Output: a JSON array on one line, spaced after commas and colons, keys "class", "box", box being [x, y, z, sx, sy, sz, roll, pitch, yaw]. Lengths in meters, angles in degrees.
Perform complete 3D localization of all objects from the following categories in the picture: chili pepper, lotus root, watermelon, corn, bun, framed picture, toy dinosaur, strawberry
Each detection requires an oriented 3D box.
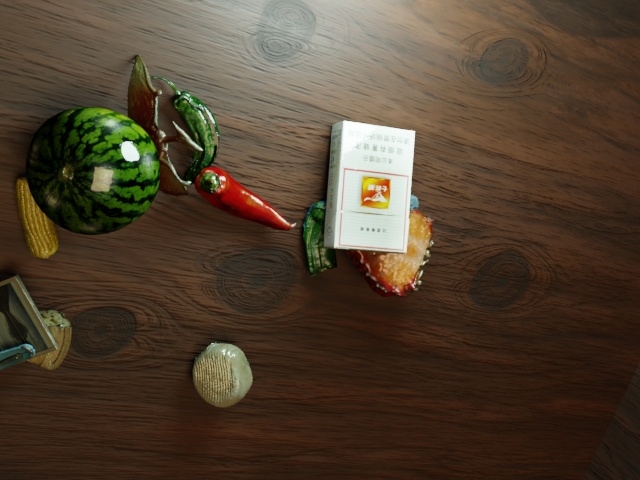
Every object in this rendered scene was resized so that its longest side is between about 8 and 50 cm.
[{"class": "chili pepper", "box": [0.000, -0.001, 2.092, 0.098, 0.061, 0.224, -4, 118, -12]}, {"class": "chili pepper", "box": [-0.205, -0.111, 1.892, 0.368, 0.137, 0.091, 24, 81, -57]}, {"class": "lotus root", "box": [-0.671, 0.232, 1.846, 0.160, 0.095, 0.135, 19, 109, 7]}, {"class": "watermelon", "box": [-0.495, -0.153, 1.654, 0.285, 0.285, 0.285, -10, 116, -22]}, {"class": "corn", "box": [-0.655, -0.053, 1.749, 0.072, 0.072, 0.203, -14, 116, -20]}, {"class": "bun", "box": [-0.263, 0.365, 2.093, 0.173, 0.167, 0.113, -63, 165, 18]}, {"class": "framed picture", "box": [-0.725, 0.191, 1.784, 0.150, 0.015, 0.203, -19, 106, 16]}, {"class": "chili pepper", "box": [-0.307, -0.271, 1.822, 0.122, 0.065, 0.278, -12, 112, 1]}, {"class": "toy dinosaur", "box": [-0.381, -0.254, 1.771, 0.207, 0.113, 0.327, -29, 106, 31]}, {"class": "strawberry", "box": [0.168, 0.033, 2.143, 0.280, 0.150, 0.253, 1, 93, -20]}]

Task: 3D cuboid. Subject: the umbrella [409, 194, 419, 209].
[{"class": "umbrella", "box": [0.171, -0.121, 2.124, 0.251, 0.052, 0.053, 11, 107, -30]}]

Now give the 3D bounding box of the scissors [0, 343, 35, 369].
[{"class": "scissors", "box": [-0.861, 0.311, 1.782, 0.393, 0.032, 0.180, -18, 120, 1]}]

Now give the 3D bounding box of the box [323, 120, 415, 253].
[{"class": "box", "box": [0.129, -0.135, 1.999, 0.210, 0.095, 0.330, 5, 89, -20]}]
